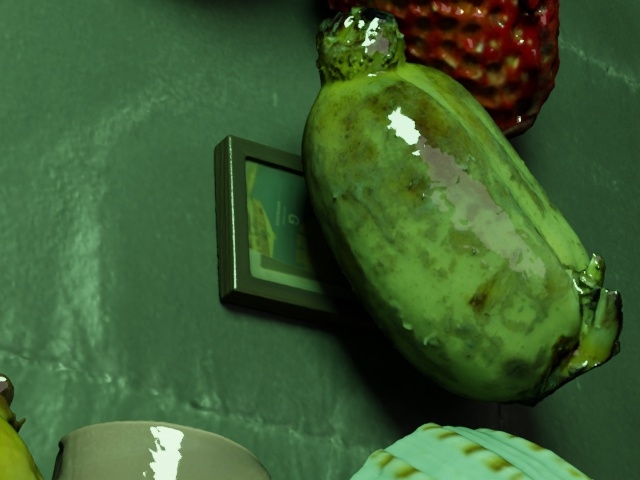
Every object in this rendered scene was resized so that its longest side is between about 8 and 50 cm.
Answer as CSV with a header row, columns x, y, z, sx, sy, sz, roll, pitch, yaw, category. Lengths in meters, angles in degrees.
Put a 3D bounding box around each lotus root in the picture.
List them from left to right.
x,y,z,sx,sy,sz,roll,pitch,yaw,category
0.085,-0.022,0.859,0.173,0.173,0.309,-32,88,-45,lotus root

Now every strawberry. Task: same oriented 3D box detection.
x,y,z,sx,sy,sz,roll,pitch,yaw,category
0.117,-0.196,1.013,0.205,0.205,0.244,-34,109,-45,strawberry

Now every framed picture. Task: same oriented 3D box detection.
x,y,z,sx,sy,sz,roll,pitch,yaw,category
0.000,0.000,0.898,0.168,0.023,0.128,15,56,-32,framed picture

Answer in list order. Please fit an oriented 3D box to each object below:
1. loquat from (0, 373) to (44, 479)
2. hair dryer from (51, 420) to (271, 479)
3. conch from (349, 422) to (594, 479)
x,y,z,sx,sy,sz,roll,pitch,yaw,category
-0.177,0.118,0.474,0.137,0.163,0.163,29,31,36,loquat
-0.197,0.182,0.582,0.352,0.125,0.210,17,56,-19,hair dryer
0.121,0.264,0.680,0.319,0.215,0.303,-48,119,-42,conch
